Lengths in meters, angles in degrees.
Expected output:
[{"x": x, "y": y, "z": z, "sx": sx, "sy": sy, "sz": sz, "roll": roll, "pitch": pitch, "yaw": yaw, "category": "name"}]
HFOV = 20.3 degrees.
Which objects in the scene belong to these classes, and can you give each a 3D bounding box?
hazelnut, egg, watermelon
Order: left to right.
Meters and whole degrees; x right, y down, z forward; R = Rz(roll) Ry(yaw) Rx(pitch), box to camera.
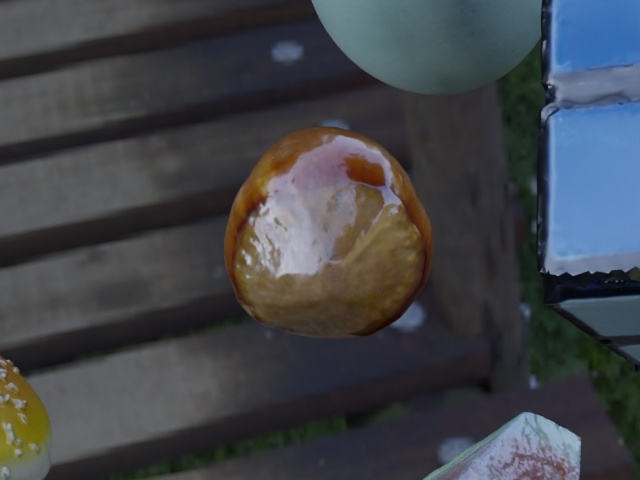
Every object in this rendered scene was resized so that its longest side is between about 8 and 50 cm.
[{"x": 0.000, "y": 0.000, "z": 1.452, "sx": 0.182, "sy": 0.182, "sz": 0.182, "roll": -4, "pitch": 33, "yaw": 2, "category": "hazelnut"}, {"x": 0.077, "y": -0.207, "z": 1.291, "sx": 0.183, "sy": 0.264, "sz": 0.182, "roll": -6, "pitch": 70, "yaw": 16, "category": "egg"}, {"x": 0.156, "y": 0.326, "z": 1.785, "sx": 0.310, "sy": 0.193, "sz": 0.232, "roll": -39, "pitch": 2, "yaw": 10, "category": "watermelon"}]

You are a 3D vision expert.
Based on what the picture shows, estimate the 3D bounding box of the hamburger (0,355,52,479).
[{"x": -0.302, "y": 0.131, "z": 1.137, "sx": 0.227, "sy": 0.151, "sz": 0.295, "roll": 16, "pitch": 10, "yaw": 16, "category": "hamburger"}]

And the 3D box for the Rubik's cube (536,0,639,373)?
[{"x": 0.291, "y": -0.075, "z": 0.978, "sx": 0.283, "sy": 0.293, "sz": 0.288, "roll": -6, "pitch": 74, "yaw": 28, "category": "Rubik's cube"}]
